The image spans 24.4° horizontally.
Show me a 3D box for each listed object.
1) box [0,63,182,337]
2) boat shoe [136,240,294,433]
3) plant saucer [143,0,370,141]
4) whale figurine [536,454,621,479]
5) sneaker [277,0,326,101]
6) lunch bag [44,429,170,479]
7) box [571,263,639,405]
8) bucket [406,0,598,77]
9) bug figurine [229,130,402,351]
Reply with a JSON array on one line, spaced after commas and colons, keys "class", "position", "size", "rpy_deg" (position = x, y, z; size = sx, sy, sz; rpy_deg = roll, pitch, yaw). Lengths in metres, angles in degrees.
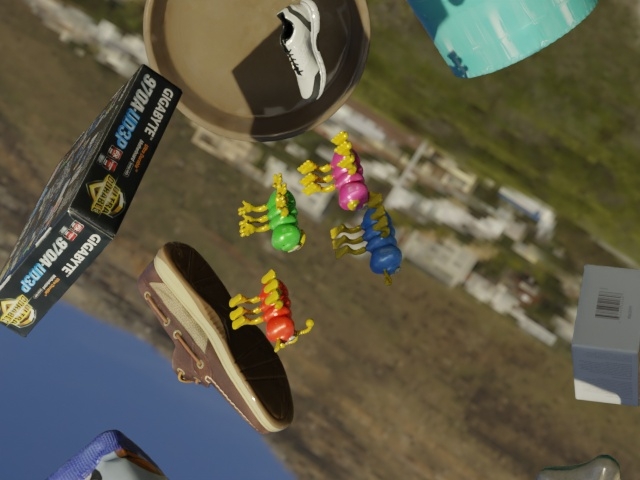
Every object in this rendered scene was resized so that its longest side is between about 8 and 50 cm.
[{"class": "box", "position": [-0.218, -0.039, 1.365], "size": [0.051, 0.175, 0.220], "rpy_deg": [34, -140, -16]}, {"class": "boat shoe", "position": [-0.170, 0.167, 2.277], "size": [0.342, 0.123, 0.123], "rpy_deg": [53, -153, 12]}, {"class": "plant saucer", "position": [-0.077, -0.258, 1.811], "size": [0.278, 0.277, 0.041], "rpy_deg": [30, -163, -8]}, {"class": "whale figurine", "position": [0.364, 0.358, 1.802], "size": [0.272, 0.216, 0.141], "rpy_deg": [59, -149, -20]}, {"class": "sneaker", "position": [-0.023, -0.198, 1.562], "size": [0.044, 0.109, 0.040], "rpy_deg": [-19, -161, -34]}, {"class": "lunch bag", "position": [-0.074, 0.363, 1.072], "size": [0.328, 0.239, 0.385], "rpy_deg": [48, 170, 33]}, {"class": "box", "position": [0.402, 0.132, 2.039], "size": [0.091, 0.130, 0.170], "rpy_deg": [6, 151, 16]}, {"class": "bucket", "position": [0.256, -0.373, 2.131], "size": [0.183, 0.281, 0.281], "rpy_deg": [59, -175, -17]}, {"class": "bug figurine", "position": [0.000, 0.000, 1.759], "size": [0.072, 0.279, 0.216], "rpy_deg": [16, -127, -38]}]
